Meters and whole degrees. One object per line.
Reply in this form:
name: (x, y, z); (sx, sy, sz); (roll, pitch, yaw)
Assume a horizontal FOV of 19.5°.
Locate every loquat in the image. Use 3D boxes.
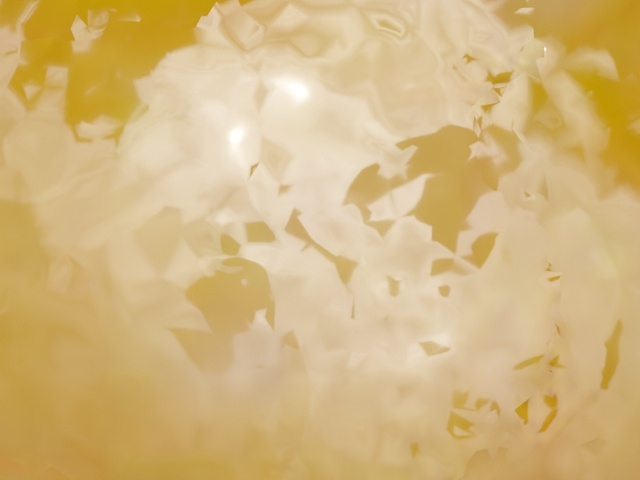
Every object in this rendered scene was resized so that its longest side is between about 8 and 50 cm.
loquat: (0.000, 0.000, 0.491); (0.328, 0.328, 0.328); (16, 131, 20)
